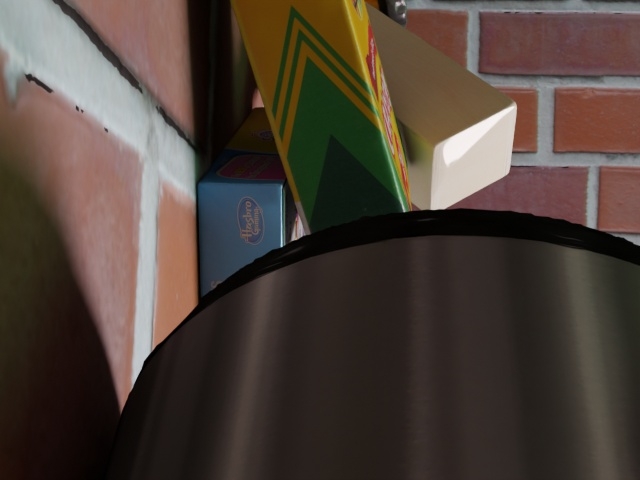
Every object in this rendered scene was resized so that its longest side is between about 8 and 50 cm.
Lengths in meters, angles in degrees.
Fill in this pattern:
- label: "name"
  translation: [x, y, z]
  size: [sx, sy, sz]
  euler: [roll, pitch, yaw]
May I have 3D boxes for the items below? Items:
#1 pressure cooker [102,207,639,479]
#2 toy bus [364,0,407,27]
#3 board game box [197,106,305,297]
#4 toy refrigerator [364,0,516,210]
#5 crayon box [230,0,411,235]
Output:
- label: "pressure cooker"
  translation: [0.062, 0.242, 0.453]
  size: [0.420, 0.369, 0.376]
  euler: [-82, 177, -51]
- label: "toy bus"
  translation: [0.020, -0.282, 1.415]
  size: [0.211, 0.149, 0.220]
  euler: [-103, -175, -46]
- label: "board game box"
  translation: [-0.047, 0.027, 0.982]
  size: [0.316, 0.064, 0.242]
  euler: [-76, 167, -73]
- label: "toy refrigerator"
  translation: [0.058, -0.141, 1.086]
  size: [0.269, 0.102, 0.094]
  euler: [41, -32, 36]
- label: "crayon box"
  translation: [-0.003, -0.151, 0.855]
  size: [0.202, 0.081, 0.319]
  euler: [-86, 160, -64]
